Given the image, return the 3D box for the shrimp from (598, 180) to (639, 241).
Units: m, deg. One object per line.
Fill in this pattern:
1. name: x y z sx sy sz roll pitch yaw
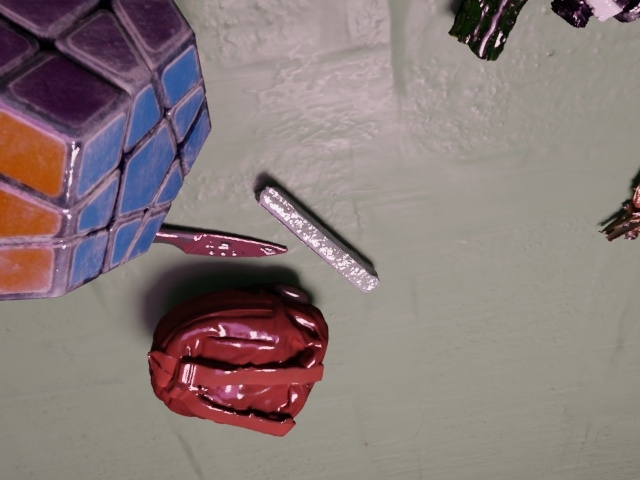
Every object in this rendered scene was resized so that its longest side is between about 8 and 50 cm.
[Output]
1. shrimp: 0.413 -0.061 0.673 0.099 0.041 0.180 30 121 -27

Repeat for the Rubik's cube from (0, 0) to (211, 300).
1. Rubik's cube: -0.236 -0.104 0.399 0.264 0.319 0.319 27 126 3

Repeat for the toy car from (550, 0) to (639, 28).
1. toy car: 0.265 -0.256 0.467 0.080 0.070 0.170 25 121 -26

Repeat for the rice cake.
1. rice cake: 0.000 0.000 0.675 0.033 0.033 0.208 -42 123 13

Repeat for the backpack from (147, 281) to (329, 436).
1. backpack: -0.109 0.150 0.715 0.229 0.138 0.229 -7 134 -7

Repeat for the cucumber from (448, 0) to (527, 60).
1. cucumber: 0.172 -0.247 0.473 0.058 0.058 0.187 12 127 -18

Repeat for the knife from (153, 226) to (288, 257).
1. knife: -0.160 0.002 0.664 0.248 0.018 0.035 8 126 -16
